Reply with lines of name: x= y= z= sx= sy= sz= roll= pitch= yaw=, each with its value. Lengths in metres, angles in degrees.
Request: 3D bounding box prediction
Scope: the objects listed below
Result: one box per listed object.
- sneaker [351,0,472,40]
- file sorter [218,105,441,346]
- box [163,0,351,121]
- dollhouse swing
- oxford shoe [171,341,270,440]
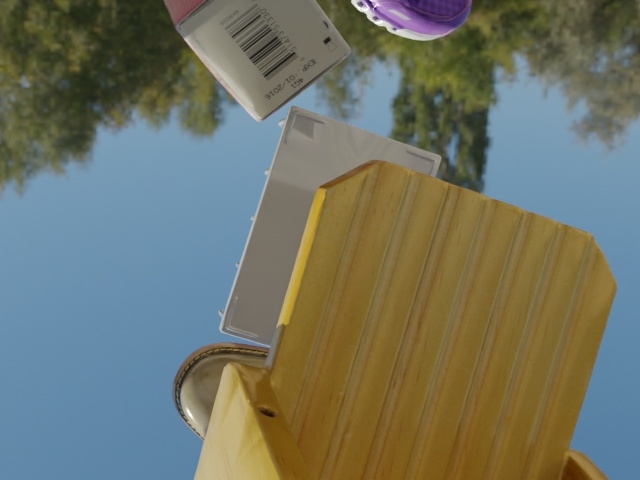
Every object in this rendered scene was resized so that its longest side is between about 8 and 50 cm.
sneaker: x=0.047 y=-0.264 z=0.856 sx=0.095 sy=0.236 sz=0.104 roll=-36 pitch=-170 yaw=-20
file sorter: x=0.000 y=0.000 z=1.397 sx=0.192 sy=0.278 sz=0.173 roll=18 pitch=179 yaw=-10
box: x=-0.084 y=-0.259 z=1.193 sx=0.126 sy=0.148 sz=0.232 roll=-37 pitch=-144 yaw=8
dollhouse swing: x=0.124 y=0.144 z=0.854 sx=0.346 sy=0.305 sz=0.315 roll=18 pitch=-167 yaw=-20
oxford shoe: x=0.035 y=0.223 z=1.085 sx=0.397 sy=0.141 sz=0.146 roll=28 pitch=-179 yaw=-4
